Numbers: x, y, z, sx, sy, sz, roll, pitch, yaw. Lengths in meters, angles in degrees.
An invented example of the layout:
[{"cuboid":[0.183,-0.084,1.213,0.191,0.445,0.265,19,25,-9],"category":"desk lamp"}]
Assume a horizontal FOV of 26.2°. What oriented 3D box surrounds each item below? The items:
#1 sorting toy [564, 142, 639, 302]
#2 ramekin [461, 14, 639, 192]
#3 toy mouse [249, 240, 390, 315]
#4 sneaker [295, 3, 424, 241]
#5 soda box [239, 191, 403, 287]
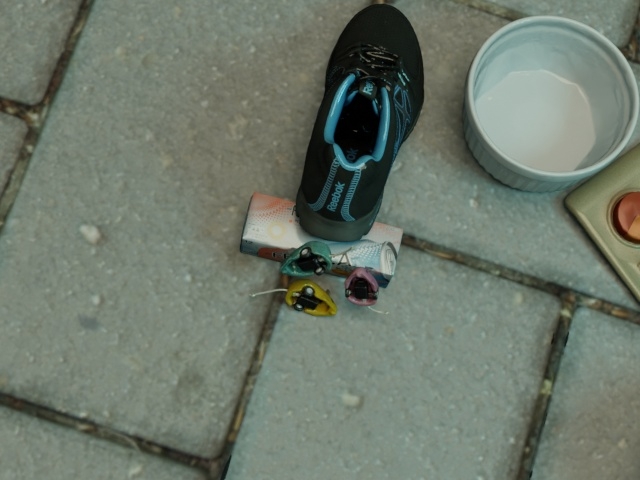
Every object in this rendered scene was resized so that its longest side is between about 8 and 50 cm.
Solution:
[{"cuboid":[0.481,-0.046,1.679,0.307,0.041,0.229,-34,79,-14],"category":"sorting toy"},{"cuboid":[0.267,-0.155,1.655,0.207,0.109,0.207,2,72,-6],"category":"ramekin"},{"cuboid":[0.015,0.036,1.560,0.161,0.143,0.031,18,50,-7],"category":"toy mouse"},{"cuboid":[0.062,-0.162,1.597,0.125,0.140,0.341,14,55,-2],"category":"sneaker"},{"cuboid":[0.000,0.000,1.606,0.183,0.058,0.063,13,72,-1],"category":"soda box"}]
